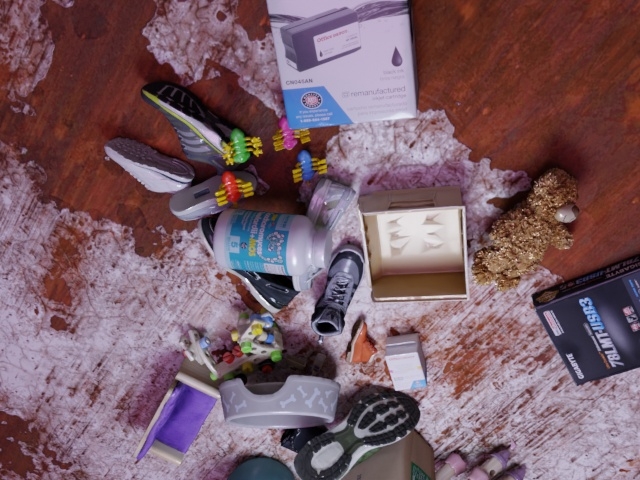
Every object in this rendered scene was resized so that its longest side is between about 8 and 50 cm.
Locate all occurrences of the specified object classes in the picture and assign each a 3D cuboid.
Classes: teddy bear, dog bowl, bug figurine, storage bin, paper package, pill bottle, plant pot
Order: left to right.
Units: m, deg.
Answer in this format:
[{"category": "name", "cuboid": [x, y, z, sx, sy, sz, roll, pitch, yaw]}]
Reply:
[{"category": "plant pot", "cuboid": [-0.196, 0.844, 2.207, 0.293, 0.235, 0.293, 4, 121, 7]}, {"category": "bug figurine", "cuboid": [-0.126, -0.187, 1.622, 0.279, 0.072, 0.216, -17, 138, -14]}, {"category": "pill bottle", "cuboid": [-0.110, 0.006, 1.635, 0.264, 0.146, 0.146, 5, 121, 11]}, {"category": "dog bowl", "cuboid": [-0.115, 0.461, 1.943, 0.348, 0.102, 0.349, -1, 158, 0]}, {"category": "paper package", "cuboid": [0.185, 0.753, 2.040, 0.168, 0.325, 0.309, 42, 117, -16]}, {"category": "storage bin", "cuboid": [0.230, 0.012, 1.711, 0.260, 0.123, 0.262, -4, 120, 11]}, {"category": "teddy bear", "cuboid": [0.493, -0.005, 1.625, 0.338, 0.113, 0.245, -43, 126, 14]}]

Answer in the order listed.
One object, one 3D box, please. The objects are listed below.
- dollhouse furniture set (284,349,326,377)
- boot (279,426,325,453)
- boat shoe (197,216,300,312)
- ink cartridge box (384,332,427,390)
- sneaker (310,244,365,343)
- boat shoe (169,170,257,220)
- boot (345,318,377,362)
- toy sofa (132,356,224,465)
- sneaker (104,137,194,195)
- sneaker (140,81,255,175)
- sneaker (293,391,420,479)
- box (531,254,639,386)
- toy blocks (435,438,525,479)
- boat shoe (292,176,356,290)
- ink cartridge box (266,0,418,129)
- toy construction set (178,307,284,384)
[{"category": "dollhouse furniture set", "cuboid": [-0.044, 0.344, 1.985, 0.114, 0.091, 0.081, 23, 106, -1]}, {"category": "boot", "cuboid": [0.016, 0.613, 2.117, 0.207, 0.094, 0.246, 38, 125, -17]}, {"category": "boat shoe", "cuboid": [-0.175, 0.048, 1.799, 0.113, 0.127, 0.340, -30, 113, 22]}, {"category": "ink cartridge box", "cuboid": [0.237, 0.329, 1.916, 0.092, 0.090, 0.143, -10, 117, 15]}, {"category": "sneaker", "cuboid": [0.046, 0.150, 1.805, 0.101, 0.153, 0.268, 18, 121, -2]}, {"category": "boat shoe", "cuboid": [-0.267, -0.110, 1.750, 0.227, 0.079, 0.081, -18, 157, -1]}, {"category": "boot", "cuboid": [0.123, 0.284, 1.932, 0.084, 0.059, 0.158, 10, 130, 0]}, {"category": "toy sofa", "cuboid": [-0.425, 0.536, 2.099, 0.150, 0.177, 0.362, 28, 120, -7]}, {"category": "sneaker", "cuboid": [-0.438, -0.177, 1.738, 0.235, 0.090, 0.095, 26, 131, -5]}, {"category": "sneaker", "cuboid": [-0.310, -0.261, 1.653, 0.300, 0.111, 0.121, 38, 122, -11]}, {"category": "sneaker", "cuboid": [0.104, 0.581, 2.001, 0.410, 0.158, 0.182, -26, 154, -18]}, {"category": "box", "cuboid": [0.742, 0.213, 1.777, 0.293, 0.073, 0.295, -24, 113, 21]}, {"category": "toy blocks", "cuboid": [0.536, 0.778, 2.043, 0.260, 0.309, 0.288, -32, 108, -21]}, {"category": "boat shoe", "cuboid": [0.001, -0.002, 1.748, 0.103, 0.118, 0.320, 18, 115, 4]}, {"category": "ink cartridge box", "cuboid": [0.048, -0.454, 1.441, 0.285, 0.166, 0.395, -4, 119, 11]}, {"category": "toy construction set", "cuboid": [-0.240, 0.309, 1.948, 0.327, 0.151, 0.215, -19, 140, 28]}]
